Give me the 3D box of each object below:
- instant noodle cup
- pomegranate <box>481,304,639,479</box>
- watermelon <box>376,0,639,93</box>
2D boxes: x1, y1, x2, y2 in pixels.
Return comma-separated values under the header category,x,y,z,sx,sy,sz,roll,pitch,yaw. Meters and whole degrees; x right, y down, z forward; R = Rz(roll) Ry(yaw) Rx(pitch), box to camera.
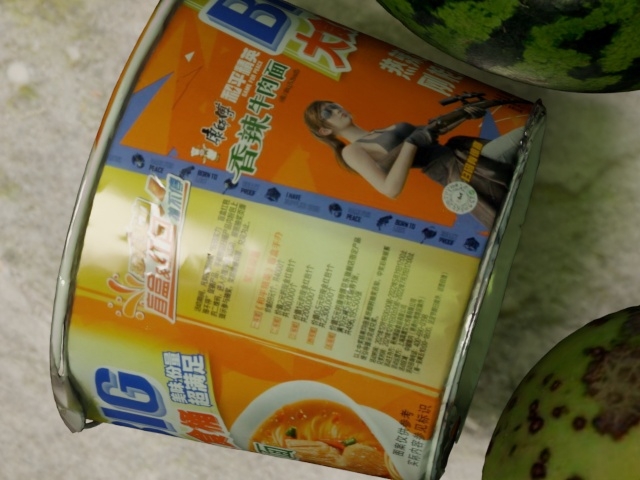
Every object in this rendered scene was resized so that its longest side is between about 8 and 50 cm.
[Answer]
category,x,y,z,sx,sy,sz,roll,pitch,yaw
instant noodle cup,0.000,0.000,0.921,0.214,0.296,0.296,16,100,9
pomegranate,0.228,0.196,0.842,0.285,0.285,0.341,-7,87,20
watermelon,0.145,-0.220,0.841,0.285,0.285,0.285,2,96,20
